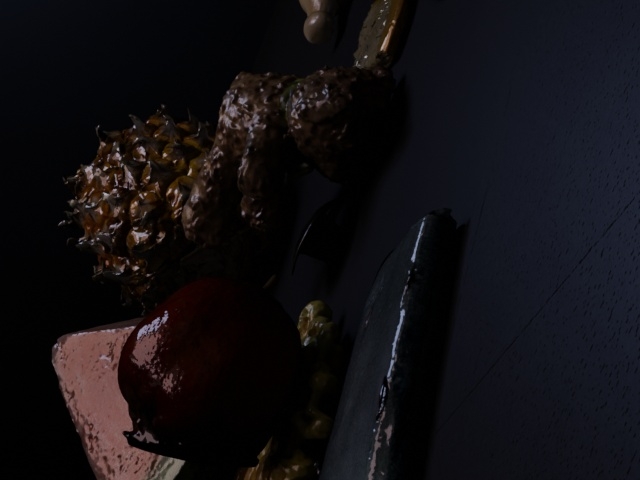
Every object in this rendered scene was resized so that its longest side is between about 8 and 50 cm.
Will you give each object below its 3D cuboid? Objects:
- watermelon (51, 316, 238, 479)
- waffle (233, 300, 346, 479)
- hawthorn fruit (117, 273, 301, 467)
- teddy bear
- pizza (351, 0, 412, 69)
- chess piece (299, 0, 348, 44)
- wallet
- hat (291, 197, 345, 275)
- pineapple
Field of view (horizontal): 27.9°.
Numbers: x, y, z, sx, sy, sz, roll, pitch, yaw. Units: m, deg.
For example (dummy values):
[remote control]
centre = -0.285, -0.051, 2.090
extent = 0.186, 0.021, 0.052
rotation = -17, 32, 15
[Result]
[watermelon]
centre = -0.201, 0.208, 1.607
extent = 0.250, 0.293, 0.283
rotation = -112, 31, -74
[waffle]
centre = -0.042, 0.227, 1.446
extent = 0.312, 0.060, 0.307
rotation = -88, 20, -66
[hawthorn fruit]
centre = -0.102, 0.128, 1.365
extent = 0.251, 0.189, 0.189
rotation = -51, 1, -27
[teddy bear]
centre = -0.027, -0.102, 1.657
extent = 0.246, 0.223, 0.296
rotation = -23, -47, -47
[pizza]
centre = 0.074, -0.278, 1.801
extent = 0.262, 0.034, 0.181
rotation = 127, 159, -59
[chess piece]
centre = 0.011, -0.474, 2.294
extent = 0.139, 0.124, 0.307
rotation = -18, 51, 38
[wallet]
centre = 0.044, 0.168, 1.135
extent = 0.190, 0.046, 0.379
rotation = 128, 159, -57
[hat]
centre = 0.000, 0.000, 1.638
extent = 0.121, 0.050, 0.121
rotation = -59, 3, 6
[pineapple]
centre = -0.243, -0.026, 2.132
extent = 0.300, 0.352, 0.352
rotation = 54, 128, 48
